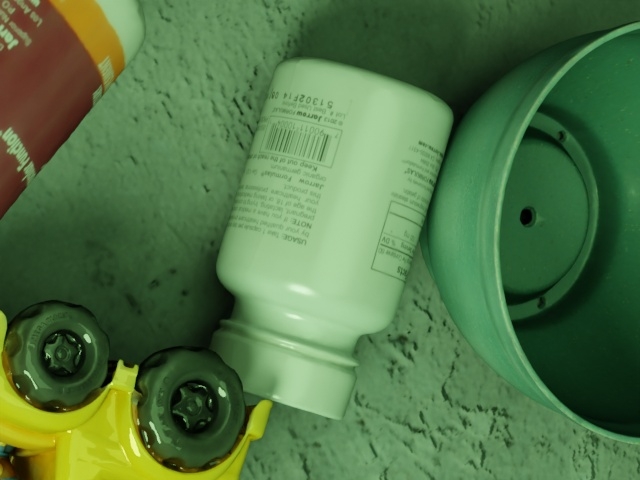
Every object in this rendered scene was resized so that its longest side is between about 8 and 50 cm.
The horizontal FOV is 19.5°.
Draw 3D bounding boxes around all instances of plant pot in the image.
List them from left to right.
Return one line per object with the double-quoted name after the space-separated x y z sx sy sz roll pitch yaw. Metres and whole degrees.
0.192 -0.014 1.353 0.293 0.196 0.293 -3 97 -30 "plant pot"

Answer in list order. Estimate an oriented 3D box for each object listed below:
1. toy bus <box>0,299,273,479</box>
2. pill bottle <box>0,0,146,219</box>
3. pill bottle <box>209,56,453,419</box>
-0.166 0.158 1.178 0.220 0.149 0.211 23 72 -28 "toy bus"
-0.301 -0.044 1.060 0.224 0.224 0.392 45 74 -25 "pill bottle"
0.000 0.000 1.285 0.131 0.131 0.229 19 85 -29 "pill bottle"
